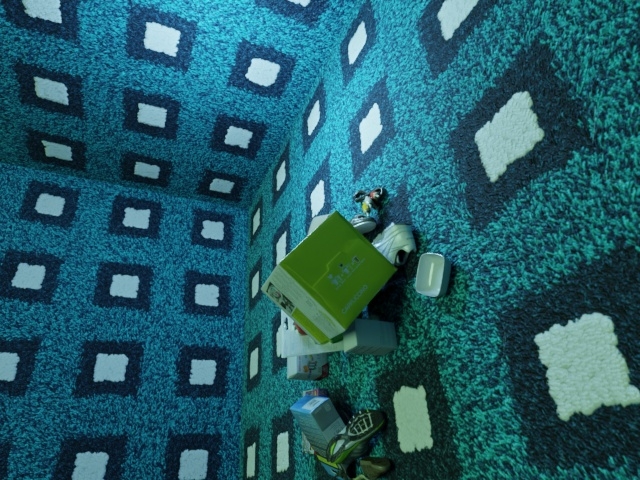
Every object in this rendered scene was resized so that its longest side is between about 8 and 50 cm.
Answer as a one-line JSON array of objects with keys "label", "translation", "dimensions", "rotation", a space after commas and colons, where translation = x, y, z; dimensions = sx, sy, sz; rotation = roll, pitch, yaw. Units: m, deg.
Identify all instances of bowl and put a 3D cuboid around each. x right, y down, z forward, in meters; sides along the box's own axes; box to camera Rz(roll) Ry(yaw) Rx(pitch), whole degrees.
[{"label": "bowl", "translation": [0.383, 0.116, 1.462], "dimensions": [0.142, 0.053, 0.142], "rotation": [-174, 93, -68]}]

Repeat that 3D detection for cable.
[{"label": "cable", "translation": [0.211, -0.206, 1.991], "dimensions": [0.140, 0.072, 0.287], "rotation": [-60, 25, 12]}]

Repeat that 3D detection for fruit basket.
[{"label": "fruit basket", "translation": [-0.010, 0.356, 1.985], "dimensions": [0.352, 0.165, 0.327], "rotation": [-14, 59, 18]}]

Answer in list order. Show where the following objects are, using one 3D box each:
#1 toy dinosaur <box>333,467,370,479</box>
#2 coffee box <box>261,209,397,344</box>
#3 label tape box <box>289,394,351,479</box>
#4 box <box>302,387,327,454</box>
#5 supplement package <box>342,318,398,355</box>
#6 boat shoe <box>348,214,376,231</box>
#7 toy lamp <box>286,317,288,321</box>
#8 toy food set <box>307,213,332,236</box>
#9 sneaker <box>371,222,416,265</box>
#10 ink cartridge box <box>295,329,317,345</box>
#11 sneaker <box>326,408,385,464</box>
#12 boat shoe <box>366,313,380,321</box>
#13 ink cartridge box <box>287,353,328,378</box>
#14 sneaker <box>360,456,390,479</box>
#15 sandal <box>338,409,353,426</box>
[{"label": "toy dinosaur", "translation": [0.110, 0.946, 1.706], "dimensions": [0.118, 0.064, 0.268], "rotation": [33, 131, 18]}, {"label": "coffee box", "translation": [0.027, 0.154, 1.719], "dimensions": [0.337, 0.338, 0.334], "rotation": [-44, -3, -29]}, {"label": "label tape box", "translation": [0.034, 0.847, 1.879], "dimensions": [0.348, 0.115, 0.249], "rotation": [58, 151, 0]}, {"label": "box", "translation": [-0.028, 0.884, 2.139], "dimensions": [0.201, 0.057, 0.294], "rotation": [138, 137, -58]}, {"label": "supplement package", "translation": [0.187, 0.370, 1.666], "dimensions": [0.105, 0.179, 0.105], "rotation": [130, 144, -51]}, {"label": "boat shoe", "translation": [0.154, -0.072, 2.027], "dimensions": [0.335, 0.112, 0.096], "rotation": [145, 126, -65]}, {"label": "toy lamp", "translation": [-0.126, 0.410, 2.553], "dimensions": [0.275, 0.080, 0.080], "rotation": [131, 142, -51]}, {"label": "toy food set", "translation": [0.000, 0.000, 2.431], "dimensions": [0.219, 0.092, 0.307], "rotation": [0, 73, 69]}, {"label": "sneaker", "translation": [0.268, 0.052, 1.711], "dimensions": [0.297, 0.110, 0.130], "rotation": [126, 135, -53]}, {"label": "ink cartridge box", "translation": [-0.018, 0.400, 2.130], "dimensions": [0.115, 0.198, 0.273], "rotation": [133, 141, -56]}, {"label": "sneaker", "translation": [0.152, 0.763, 1.692], "dimensions": [0.300, 0.121, 0.111], "rotation": [-48, 31, 22]}, {"label": "boat shoe", "translation": [0.192, 0.377, 1.796], "dimensions": [0.059, 0.062, 0.170], "rotation": [-84, 16, -57]}, {"label": "ink cartridge box", "translation": [-0.066, 0.621, 2.184], "dimensions": [0.127, 0.176, 0.128], "rotation": [131, 142, -52]}, {"label": "sneaker", "translation": [0.208, 0.838, 1.596], "dimensions": [0.188, 0.066, 0.071], "rotation": [135, 123, -63]}, {"label": "sandal", "translation": [0.134, 0.771, 1.828], "dimensions": [0.179, 0.040, 0.067], "rotation": [22, 107, 53]}]
